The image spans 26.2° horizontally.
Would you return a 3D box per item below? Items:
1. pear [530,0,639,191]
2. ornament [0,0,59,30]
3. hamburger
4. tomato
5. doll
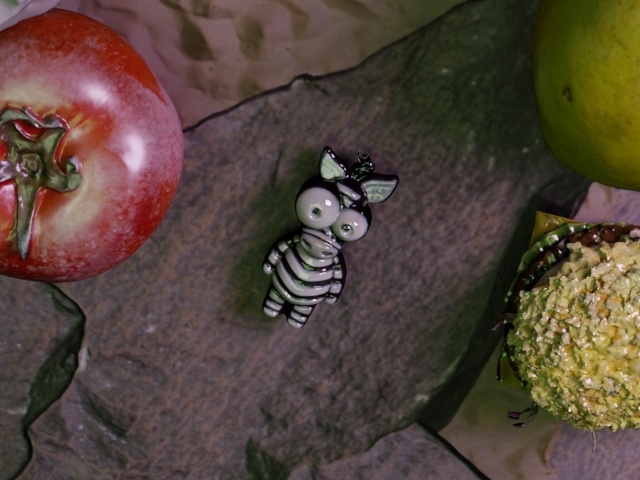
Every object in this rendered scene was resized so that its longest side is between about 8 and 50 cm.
[{"bbox_3d":[0.309,-0.184,1.168,0.252,0.253,0.307,19,131,1],"label":"pear"},{"bbox_3d":[-0.341,-0.325,1.176,0.337,0.337,0.337,5,118,9],"label":"ornament"},{"bbox_3d":[0.292,0.100,1.389,0.243,0.139,0.262,10,118,6],"label":"hamburger"},{"bbox_3d":[-0.271,-0.093,1.353,0.270,0.227,0.270,-1,105,-3],"label":"tomato"},{"bbox_3d":[0.000,0.000,1.438,0.091,0.067,0.219,27,118,0],"label":"doll"}]
